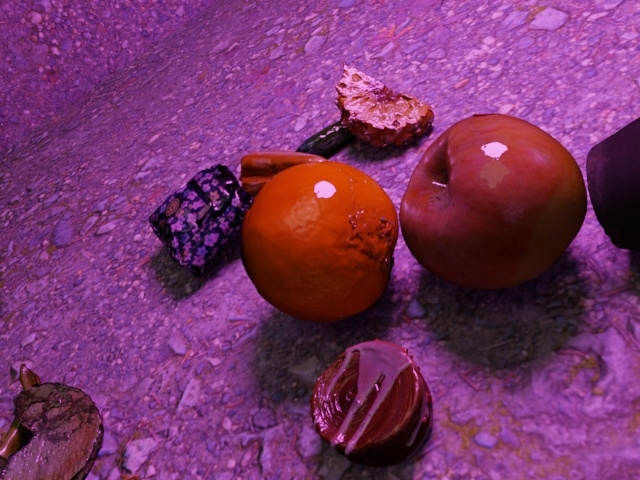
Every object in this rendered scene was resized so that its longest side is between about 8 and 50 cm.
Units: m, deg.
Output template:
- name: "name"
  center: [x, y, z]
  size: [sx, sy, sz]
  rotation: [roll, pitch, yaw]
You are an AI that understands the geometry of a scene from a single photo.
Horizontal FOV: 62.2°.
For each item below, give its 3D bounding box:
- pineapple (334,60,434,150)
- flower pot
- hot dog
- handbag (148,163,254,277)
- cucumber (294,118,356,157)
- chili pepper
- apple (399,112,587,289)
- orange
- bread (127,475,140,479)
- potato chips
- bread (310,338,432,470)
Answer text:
- name: "pineapple"
  center: [0.101, -0.253, 1.064]
  size: [0.233, 0.079, 0.135]
  rotation: [34, 81, 23]
- name: "flower pot"
  center: [0.429, -0.073, 0.656]
  size: [0.148, 0.235, 0.235]
  rotation: [-16, 41, 45]
- name: "hot dog"
  center: [-0.075, -0.137, 1.105]
  size: [0.249, 0.102, 0.076]
  rotation: [4, 13, 32]
- name: "handbag"
  center: [-0.237, -0.053, 1.081]
  size: [0.208, 0.126, 0.228]
  rotation: [-49, 40, 3]
- name: "cucumber"
  center: [0.030, -0.226, 1.143]
  size: [0.250, 0.056, 0.056]
  rotation: [-29, 42, 1]
- name: "chili pepper"
  center: [-0.563, 0.325, 0.998]
  size: [0.050, 0.052, 0.202]
  rotation: [-2, 45, -4]
- name: "apple"
  center: [0.228, -0.050, 0.730]
  size: [0.261, 0.193, 0.261]
  rotation: [-61, 12, 22]
- name: "orange"
  center: [0.000, 0.000, 0.808]
  size: [0.246, 0.246, 0.246]
  rotation: [-17, 44, 18]
- name: "bread"
  center: [-0.292, 0.446, 0.695]
  size: [0.233, 0.088, 0.161]
  rotation: [-37, 37, 0]
- name: "potato chips"
  center: [-0.474, 0.342, 0.913]
  size: [0.201, 0.029, 0.220]
  rotation: [-24, 52, -7]
- name: "bread"
  center: [0.069, 0.212, 0.695]
  size: [0.160, 0.073, 0.161]
  rotation: [-20, 42, 19]
